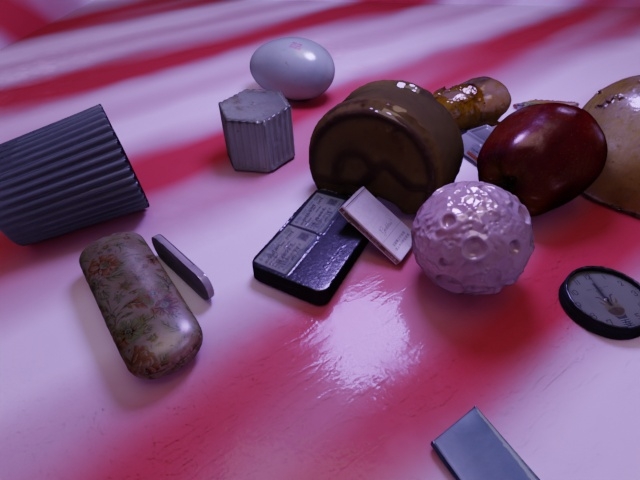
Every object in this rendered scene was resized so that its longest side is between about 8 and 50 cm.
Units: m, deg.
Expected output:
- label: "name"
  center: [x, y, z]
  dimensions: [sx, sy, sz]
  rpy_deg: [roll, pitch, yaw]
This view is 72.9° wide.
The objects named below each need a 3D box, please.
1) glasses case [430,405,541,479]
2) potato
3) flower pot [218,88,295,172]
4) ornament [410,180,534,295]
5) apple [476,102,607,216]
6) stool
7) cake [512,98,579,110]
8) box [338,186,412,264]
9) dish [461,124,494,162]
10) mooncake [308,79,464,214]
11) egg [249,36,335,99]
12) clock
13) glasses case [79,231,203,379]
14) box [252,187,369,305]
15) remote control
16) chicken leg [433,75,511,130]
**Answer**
- label: "glasses case"
  center: [0.299, 0.404, 0.671]
  dimensions: [0.105, 0.056, 0.266]
  rpy_deg: [-38, 50, -2]
- label: "potato"
  center: [0.937, -0.286, 1.195]
  dimensions: [0.385, 0.319, 0.442]
  rpy_deg: [-33, 54, -28]
- label: "flower pot"
  center: [-0.200, -0.352, 1.385]
  dimensions: [0.209, 0.190, 0.239]
  rpy_deg: [30, 52, 29]
- label: "ornament"
  center: [0.326, 0.003, 0.948]
  dimensions: [0.259, 0.259, 0.225]
  rpy_deg: [23, 67, 25]
- label: "apple"
  center: [0.583, -0.221, 1.164]
  dimensions: [0.317, 0.288, 0.288]
  rpy_deg: [-36, 52, -19]
- label: "stool"
  center: [-0.672, -0.164, 1.139]
  dimensions: [0.330, 0.297, 0.297]
  rpy_deg: [-25, 48, -17]
- label: "cake"
  center: [0.818, -0.466, 1.584]
  dimensions: [0.109, 0.090, 0.225]
  rpy_deg: [-16, 26, -11]
- label: "box"
  center: [0.148, -0.040, 1.091]
  dimensions: [0.198, 0.029, 0.109]
  rpy_deg: [43, 50, 2]
- label: "dish"
  center: [0.545, -0.299, 1.386]
  dimensions: [0.151, 0.077, 0.212]
  rpy_deg: [-19, 46, -19]
- label: "mooncake"
  center: [0.173, -0.232, 1.221]
  dimensions: [0.394, 0.393, 0.246]
  rpy_deg: [-20, 25, 44]
- label: "egg"
  center: [-0.118, -0.672, 1.698]
  dimensions: [0.371, 0.230, 0.230]
  rpy_deg: [15, 45, 25]
- label: "clock"
  center: [0.627, 0.131, 0.950]
  dimensions: [0.184, 0.040, 0.184]
  rpy_deg: [-1, 43, 1]
- label: "glasses case"
  center: [-0.403, 0.122, 0.951]
  dimensions: [0.156, 0.098, 0.425]
  rpy_deg: [-29, 50, -23]
- label: "box"
  center: [0.000, 0.000, 1.101]
  dimensions: [0.211, 0.058, 0.350]
  rpy_deg: [19, 47, 23]
- label: "remote control"
  center: [-0.331, 0.060, 1.030]
  dimensions: [0.022, 0.077, 0.245]
  rpy_deg: [-33, 52, -32]
- label: "chicken leg"
  center: [0.435, -0.459, 1.532]
  dimensions: [0.409, 0.182, 0.295]
  rpy_deg: [-20, 34, 4]
